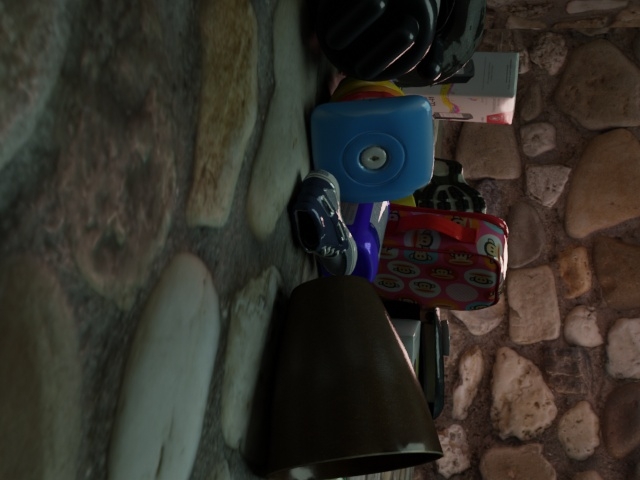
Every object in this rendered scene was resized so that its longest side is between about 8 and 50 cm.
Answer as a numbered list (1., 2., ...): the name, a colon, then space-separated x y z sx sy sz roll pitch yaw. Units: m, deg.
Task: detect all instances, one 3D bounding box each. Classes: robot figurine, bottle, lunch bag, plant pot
1. robot figurine: 0.088 -0.340 1.080 0.278 0.173 0.209 -73 160 -54
2. bottle: 0.067 -0.050 1.241 0.283 0.092 0.118 -73 162 -47
3. lunch bag: 0.197 0.024 1.390 0.258 0.293 0.120 71 29 -59
4. plant pot: 0.027 0.169 0.941 0.215 0.215 0.230 63 18 -66

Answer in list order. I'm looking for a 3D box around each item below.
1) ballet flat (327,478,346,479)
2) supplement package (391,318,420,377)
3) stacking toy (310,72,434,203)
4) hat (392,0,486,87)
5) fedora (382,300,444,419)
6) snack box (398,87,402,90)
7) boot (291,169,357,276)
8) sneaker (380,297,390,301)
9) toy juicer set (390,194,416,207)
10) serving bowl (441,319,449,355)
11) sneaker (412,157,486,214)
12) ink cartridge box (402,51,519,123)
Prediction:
1. ballet flat: 0.000 0.422 1.126 0.086 0.086 0.248 -73 159 -48
2. supplement package: 0.119 0.283 1.451 0.139 0.133 0.244 -31 123 -75
3. stacking toy: 0.071 -0.208 1.171 0.302 0.175 0.166 -93 177 -51
4. hat: 0.154 -0.452 1.369 0.134 0.331 0.331 38 -44 56
5. fedora: 0.181 0.224 1.634 0.334 0.152 0.334 -3 90 -86
6. snack box: 0.135 -0.392 1.534 0.187 0.060 0.322 -6 99 -77
7. boot: 0.000 0.000 1.048 0.086 0.069 0.190 -64 147 -43
8. sneaker: 0.138 0.078 1.617 0.166 0.076 0.065 -73 162 -46
9. toy juicer set: 0.189 -0.056 1.833 0.329 0.089 0.209 68 10 -55
10. serving bowl: 0.276 0.221 1.698 0.083 0.027 0.083 -2 90 -86
11. sneaker: 0.295 -0.053 1.787 0.410 0.158 0.182 -86 177 -60
12. ink cartridge box: 0.374 -0.414 2.026 0.226 0.306 0.131 37 58 -74
